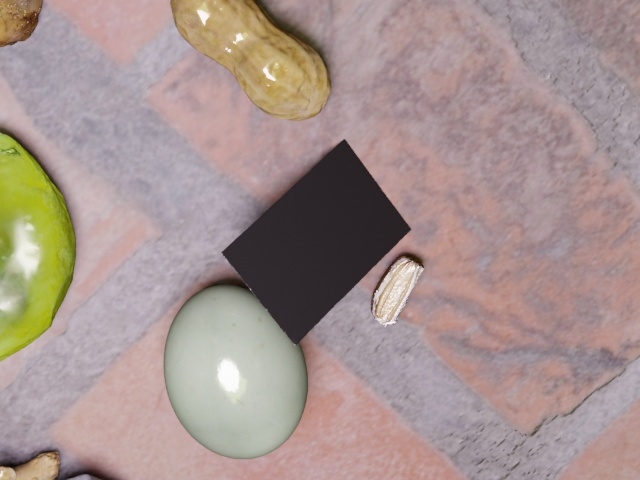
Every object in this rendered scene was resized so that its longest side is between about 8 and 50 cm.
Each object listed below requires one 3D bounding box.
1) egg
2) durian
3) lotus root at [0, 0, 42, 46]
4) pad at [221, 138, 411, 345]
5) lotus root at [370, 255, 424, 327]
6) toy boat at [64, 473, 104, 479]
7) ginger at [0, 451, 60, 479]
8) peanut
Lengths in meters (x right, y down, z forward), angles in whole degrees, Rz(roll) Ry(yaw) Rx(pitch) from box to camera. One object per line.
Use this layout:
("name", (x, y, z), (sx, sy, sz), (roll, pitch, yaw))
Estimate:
("egg", (-0.090, 0.139, 1.097), (0.149, 0.149, 0.192), (-18, 107, 3))
("durian", (-0.325, 0.021, 1.070), (0.139, 0.101, 0.250), (19, 106, -9))
("lotus root", (-0.372, -0.331, 0.966), (0.167, 0.078, 0.329), (-19, 108, 1))
("pad", (0.000, 0.000, 1.082), (0.190, 0.004, 0.127), (-44, 108, -22))
("lotus root", (0.081, 0.053, 1.141), (0.037, 0.030, 0.083), (26, 104, -4))
("toy boat", (-0.274, 0.399, 1.185), (0.293, 0.111, 0.276), (36, 84, -41))
("ginger", (-0.413, 0.312, 1.165), (0.259, 0.065, 0.149), (-23, 145, -22))
("peanut", (-0.070, -0.189, 1.023), (0.193, 0.089, 0.089), (38, 102, -14))
